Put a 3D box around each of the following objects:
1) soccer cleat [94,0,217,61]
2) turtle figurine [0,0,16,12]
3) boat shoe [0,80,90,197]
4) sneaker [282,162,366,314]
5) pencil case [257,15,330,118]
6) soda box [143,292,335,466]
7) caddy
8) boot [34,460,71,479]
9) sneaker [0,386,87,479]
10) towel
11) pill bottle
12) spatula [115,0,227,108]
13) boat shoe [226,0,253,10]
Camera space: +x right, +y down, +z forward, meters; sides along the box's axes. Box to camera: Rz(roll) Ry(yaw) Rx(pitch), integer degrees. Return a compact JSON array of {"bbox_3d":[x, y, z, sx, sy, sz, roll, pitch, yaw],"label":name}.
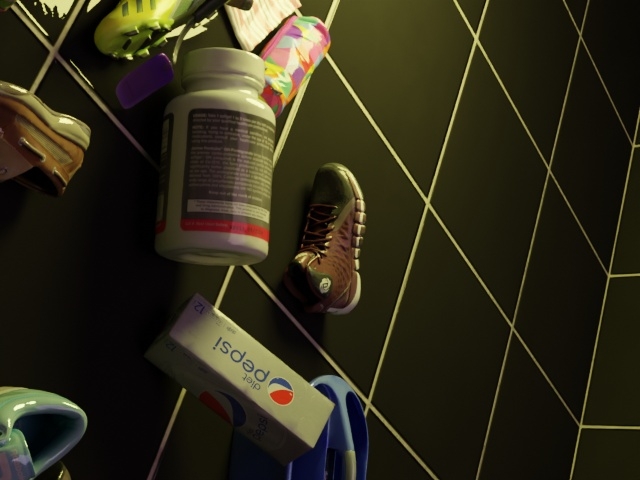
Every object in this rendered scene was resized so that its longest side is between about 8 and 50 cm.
[{"bbox_3d":[-0.262,-0.363,1.857,0.121,0.093,0.289,49,43,1],"label":"soccer cleat"},{"bbox_3d":[-0.442,-0.364,1.458,0.274,0.198,0.266,48,44,-48],"label":"turtle figurine"},{"bbox_3d":[-0.407,-0.130,1.537,0.324,0.123,0.116,25,74,-60],"label":"boat shoe"},{"bbox_3d":[0.000,0.000,2.178,0.163,0.106,0.281,-5,91,-54],"label":"sneaker"},{"bbox_3d":[-0.067,-0.304,2.116,0.236,0.104,0.104,-58,132,-44],"label":"pencil case"},{"bbox_3d":[-0.123,0.216,1.858,0.286,0.091,0.098,39,46,-10],"label":"soda box"},{"bbox_3d":[-0.019,0.396,2.031,0.241,0.179,0.341,25,65,-54],"label":"caddy"},{"bbox_3d":[-0.350,0.446,1.598,0.263,0.091,0.229,-57,131,-46],"label":"boot"},{"bbox_3d":[-0.428,0.264,1.445,0.366,0.150,0.135,-35,114,-53],"label":"sneaker"},{"bbox_3d":[-0.109,-0.435,2.127,0.197,0.029,0.144,-52,127,-46],"label":"towel"},{"bbox_3d":[-0.160,-0.128,1.878,0.176,0.176,0.318,18,72,-55],"label":"pill bottle"},{"bbox_3d":[-0.200,-0.315,1.833,0.296,0.030,0.084,-50,162,-13],"label":"spatula"},{"bbox_3d":[-0.128,-0.475,2.033,0.073,0.080,0.223,30,53,-29],"label":"boat shoe"}]
